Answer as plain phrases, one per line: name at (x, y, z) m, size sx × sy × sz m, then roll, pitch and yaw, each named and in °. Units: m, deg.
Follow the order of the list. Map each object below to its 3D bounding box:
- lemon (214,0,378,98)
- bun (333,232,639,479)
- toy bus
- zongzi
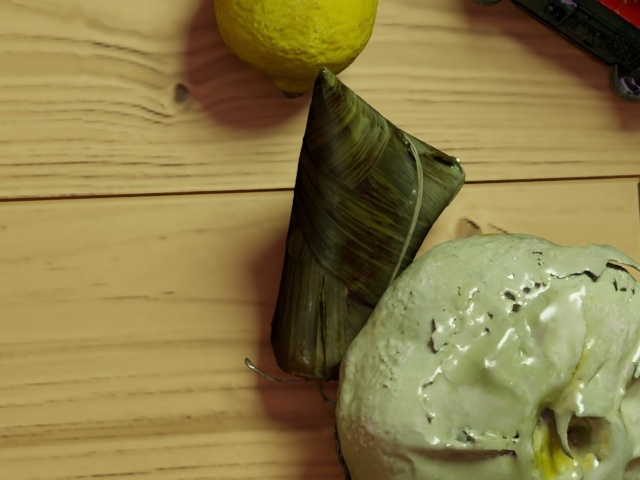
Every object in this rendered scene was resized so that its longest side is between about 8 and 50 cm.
lemon at (-0.016, -0.158, 1.310) m, size 0.109 × 0.109 × 0.133 m, roll 0°, pitch 103°, yaw -8°
bun at (0.133, 0.108, 1.276) m, size 0.239 × 0.141 × 0.239 m, roll -8°, pitch 108°, yaw -25°
toy bus at (0.186, -0.178, 1.359) m, size 0.195 × 0.081 × 0.089 m, roll 34°, pitch 72°, yaw -4°
zongzi at (0.000, 0.000, 1.269) m, size 0.084 × 0.184 × 0.187 m, roll 23°, pitch 85°, yaw 29°
